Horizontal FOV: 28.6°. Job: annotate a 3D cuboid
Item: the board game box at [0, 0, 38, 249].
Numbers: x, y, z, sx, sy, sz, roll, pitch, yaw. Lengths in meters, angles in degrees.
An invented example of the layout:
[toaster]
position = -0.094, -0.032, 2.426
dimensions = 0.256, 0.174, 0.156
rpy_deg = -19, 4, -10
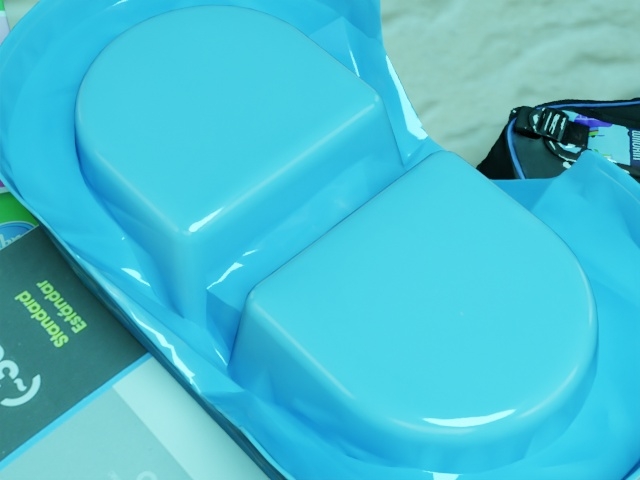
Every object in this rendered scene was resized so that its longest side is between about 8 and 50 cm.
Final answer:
[board game box]
position = -0.257, -0.105, 0.503
dimensions = 0.242, 0.064, 0.316
rpy_deg = -20, 109, -27

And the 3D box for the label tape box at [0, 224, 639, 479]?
[label tape box]
position = -0.061, 0.112, 0.507
dimensions = 0.347, 0.115, 0.249
rpy_deg = -35, 61, -22

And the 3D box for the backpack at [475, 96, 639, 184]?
[backpack]
position = 0.174, 0.006, 0.628
dimensions = 0.173, 0.117, 0.158
rpy_deg = -8, 73, -14

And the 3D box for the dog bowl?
[dog bowl]
position = 0.000, 0.000, 0.472
dimensions = 0.166, 0.074, 0.297
rpy_deg = -37, 62, -22
